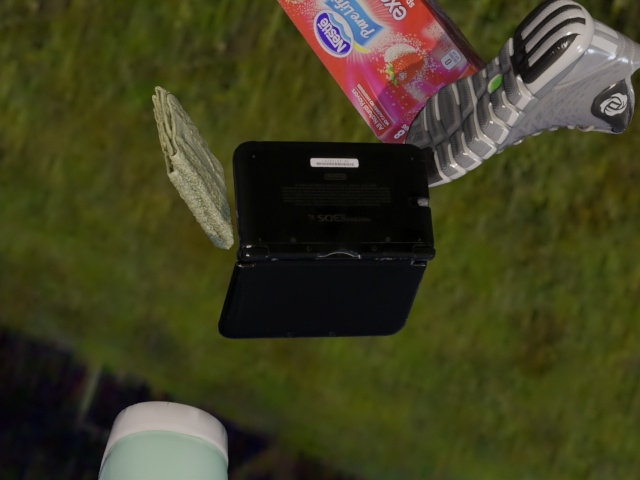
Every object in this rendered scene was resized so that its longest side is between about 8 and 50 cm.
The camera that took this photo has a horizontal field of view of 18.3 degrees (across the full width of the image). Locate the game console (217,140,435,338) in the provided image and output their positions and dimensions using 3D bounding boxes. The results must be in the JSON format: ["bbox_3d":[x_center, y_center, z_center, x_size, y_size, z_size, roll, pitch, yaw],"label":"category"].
[{"bbox_3d":[0.000,0.000,1.197,0.122,0.107,0.071,0,166,-20],"label":"game console"}]

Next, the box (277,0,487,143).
[{"bbox_3d":[0.064,-0.223,2.117,0.257,0.128,0.123,56,-166,25],"label":"box"}]

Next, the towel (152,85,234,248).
[{"bbox_3d":[-0.118,-0.067,1.866,0.027,0.110,0.148,-20,140,8],"label":"towel"}]

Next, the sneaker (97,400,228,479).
[{"bbox_3d":[-0.105,0.216,1.102,0.094,0.151,0.256,8,143,-2],"label":"sneaker"}]

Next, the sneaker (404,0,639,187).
[{"bbox_3d":[0.176,-0.096,1.596,0.132,0.086,0.229,17,143,-30],"label":"sneaker"}]
